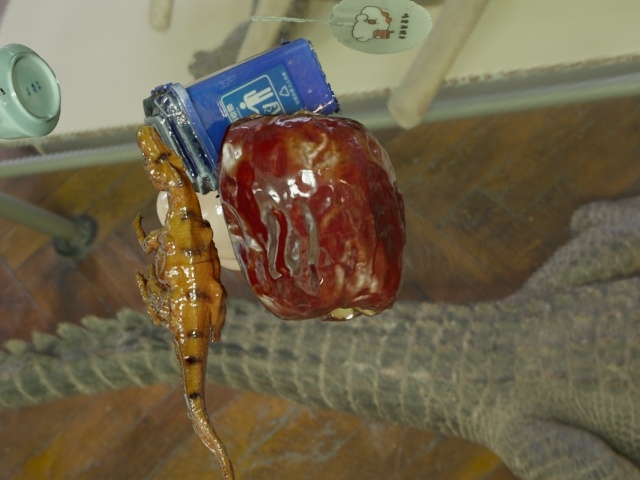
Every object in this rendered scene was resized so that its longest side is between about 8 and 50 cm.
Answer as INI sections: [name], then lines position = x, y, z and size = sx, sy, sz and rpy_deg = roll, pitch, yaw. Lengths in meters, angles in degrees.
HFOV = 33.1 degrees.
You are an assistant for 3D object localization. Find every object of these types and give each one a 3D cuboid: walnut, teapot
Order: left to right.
[teapot]
position = -0.524, -0.237, 1.791
size = 0.158, 0.159, 0.232
rpy_deg = -3, 25, 22
[walnut]
position = -0.025, -0.025, 1.305
size = 0.243, 0.221, 0.269
rpy_deg = -3, 98, 36

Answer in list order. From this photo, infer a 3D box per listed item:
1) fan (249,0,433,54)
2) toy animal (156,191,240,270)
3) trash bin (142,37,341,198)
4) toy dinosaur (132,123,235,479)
[fan]
position = 0.036, -0.387, 1.924
size = 0.329, 0.191, 0.009
rpy_deg = 4, 67, 0
[toy animal]
position = -0.115, -0.101, 1.736
size = 0.326, 0.237, 0.269
rpy_deg = -57, 9, -8
[trash bin]
position = -0.112, -0.175, 1.475
size = 0.234, 0.163, 0.184
rpy_deg = -30, 15, -16
[toy dinosaur]
position = -0.145, 0.086, 1.228
size = 0.097, 0.208, 0.432
rpy_deg = -14, 83, -14
